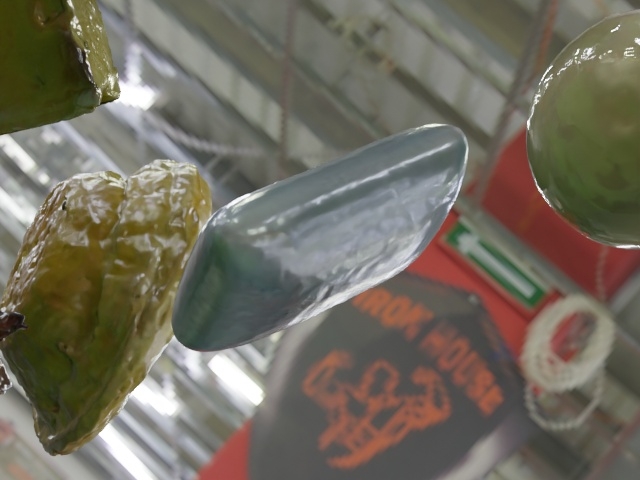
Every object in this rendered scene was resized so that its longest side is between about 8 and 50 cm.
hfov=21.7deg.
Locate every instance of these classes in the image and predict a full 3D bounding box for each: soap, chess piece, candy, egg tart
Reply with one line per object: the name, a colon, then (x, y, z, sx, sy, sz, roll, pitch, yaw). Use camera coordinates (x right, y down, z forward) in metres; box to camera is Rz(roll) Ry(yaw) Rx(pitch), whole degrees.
soap: (-0.292, -0.148, 1.375, 0.076, 0.233, 0.135, -46, 123, -70)
chess piece: (0.202, -0.060, 0.903, 0.167, 0.167, 0.300, 36, 19, 23)
candy: (0.000, 0.000, 0.973, 0.071, 0.174, 0.138, 56, -29, 17)
egg tart: (-0.218, 0.043, 1.542, 0.128, 0.319, 0.319, 28, -13, -19)

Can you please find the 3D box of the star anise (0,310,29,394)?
star anise: (-0.262, 0.083, 0.976, 0.158, 0.144, 0.140, 24, -29, 5)
